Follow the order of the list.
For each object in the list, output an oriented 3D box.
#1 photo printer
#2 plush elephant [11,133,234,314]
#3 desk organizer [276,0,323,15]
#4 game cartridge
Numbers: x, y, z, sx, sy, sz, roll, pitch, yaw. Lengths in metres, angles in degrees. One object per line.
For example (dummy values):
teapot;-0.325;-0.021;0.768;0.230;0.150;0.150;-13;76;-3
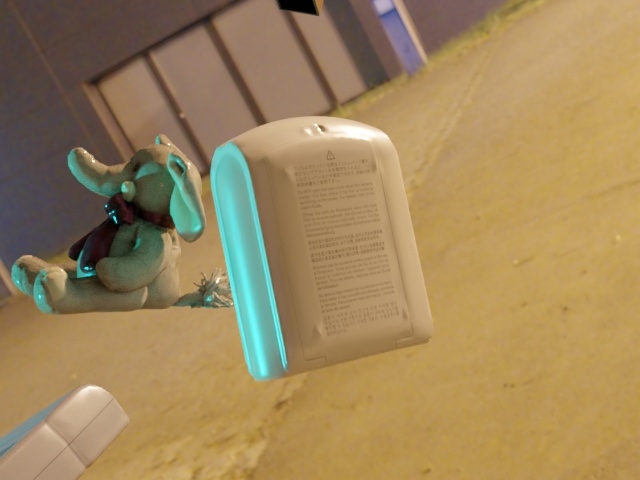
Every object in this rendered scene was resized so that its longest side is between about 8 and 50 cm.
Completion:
photo printer;0.000;0.000;1.387;0.256;0.307;0.107;-10;-3;-37
plush elephant;-0.272;-0.031;1.628;0.330;0.255;0.272;2;4;-16
desk organizer;-0.059;-0.274;1.168;0.130;0.050;0.047;11;-14;11
game cartridge;-0.271;0.218;0.793;0.196;0.060;0.294;-27;13;48
